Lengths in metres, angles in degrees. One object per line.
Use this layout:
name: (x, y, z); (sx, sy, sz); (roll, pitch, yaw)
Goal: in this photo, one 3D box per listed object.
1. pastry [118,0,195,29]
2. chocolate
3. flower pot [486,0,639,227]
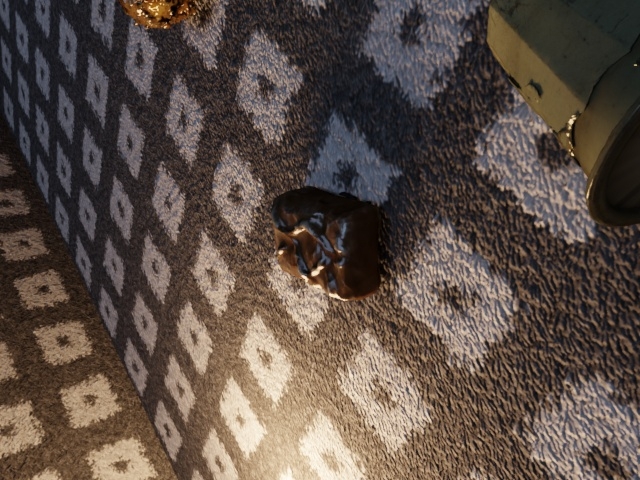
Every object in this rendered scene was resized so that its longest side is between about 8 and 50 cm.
pastry: (-0.303, -0.523, 1.052); (0.274, 0.193, 0.275); (61, 166, 25)
chocolate: (0.000, 0.000, 0.891); (0.214, 0.093, 0.148); (18, 114, 49)
flower pot: (0.239, -0.147, 0.453); (0.202, 0.212, 0.212); (57, 140, 35)
